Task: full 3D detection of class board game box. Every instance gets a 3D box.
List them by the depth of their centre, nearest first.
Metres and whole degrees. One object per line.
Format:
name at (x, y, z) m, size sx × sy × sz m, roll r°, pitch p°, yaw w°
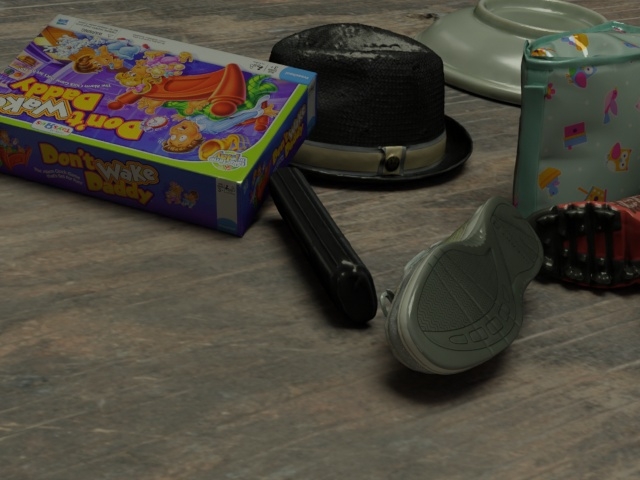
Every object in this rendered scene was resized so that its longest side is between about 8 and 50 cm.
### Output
board game box at (-0.205, -0.143, 1.772) m, size 0.347 × 0.078 × 0.233 m, roll 14°, pitch 42°, yaw 15°

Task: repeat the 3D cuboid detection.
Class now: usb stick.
usb stick at (0.000, 0.000, 1.601) m, size 0.045 × 0.077 × 0.278 m, roll -25°, pitch 29°, yaw -5°

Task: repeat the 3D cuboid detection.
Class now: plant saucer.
plant saucer at (0.345, -0.313, 2.384) m, size 0.400 × 0.101 × 0.400 m, roll 7°, pitch 24°, yaw -3°

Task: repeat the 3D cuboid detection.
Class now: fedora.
fedora at (0.041, -0.191, 1.945) m, size 0.334 × 0.153 × 0.334 m, roll 7°, pitch 23°, yaw -3°

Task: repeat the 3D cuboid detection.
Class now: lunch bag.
lunch bag at (0.320, -0.138, 1.828) m, size 0.262 × 0.223 × 0.160 m, roll -18°, pitch 29°, yaw -42°

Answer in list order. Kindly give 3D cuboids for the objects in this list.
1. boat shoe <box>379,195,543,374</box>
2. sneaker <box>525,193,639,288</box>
boat shoe at (0.133, 0.054, 1.503) m, size 0.118 × 0.103 × 0.320 m, roll 49°, pitch 31°, yaw -6°
sneaker at (0.355, -0.005, 1.702) m, size 0.276 × 0.098 × 0.135 m, roll -1°, pitch 11°, yaw -2°
